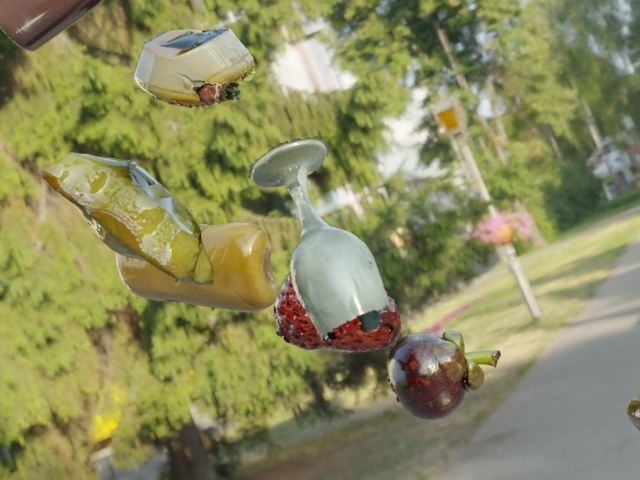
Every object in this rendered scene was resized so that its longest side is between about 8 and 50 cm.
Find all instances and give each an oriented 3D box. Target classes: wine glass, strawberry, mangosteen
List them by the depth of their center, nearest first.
[{"bbox_3d":[0.000,0.000,1.611,0.143,0.321,0.143,-17,-21,-7],"label":"wine glass"},{"bbox_3d":[0.196,0.207,1.721,0.181,0.146,0.156,-44,-4,6],"label":"mangosteen"},{"bbox_3d":[0.040,0.131,1.987,0.205,0.244,0.205,-60,-9,-17],"label":"strawberry"}]

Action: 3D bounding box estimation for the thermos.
[{"bbox_3d":[-0.338,-0.396,1.416,0.265,0.146,0.176,-31,-25,10],"label":"thermos"}]

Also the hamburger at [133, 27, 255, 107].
[{"bbox_3d":[-0.200,-0.272,1.645,0.173,0.116,0.210,2,23,14],"label":"hamburger"}]

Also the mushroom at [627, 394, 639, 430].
[{"bbox_3d":[0.393,0.284,1.141,0.217,0.148,0.227,-55,21,-6],"label":"mushroom"}]

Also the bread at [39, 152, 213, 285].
[{"bbox_3d":[-0.226,-0.030,1.294,0.088,0.233,0.161,-51,-13,12],"label":"bread"}]

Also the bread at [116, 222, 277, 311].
[{"bbox_3d":[-0.203,0.041,1.629,0.305,0.142,0.091,2,15,36],"label":"bread"}]
